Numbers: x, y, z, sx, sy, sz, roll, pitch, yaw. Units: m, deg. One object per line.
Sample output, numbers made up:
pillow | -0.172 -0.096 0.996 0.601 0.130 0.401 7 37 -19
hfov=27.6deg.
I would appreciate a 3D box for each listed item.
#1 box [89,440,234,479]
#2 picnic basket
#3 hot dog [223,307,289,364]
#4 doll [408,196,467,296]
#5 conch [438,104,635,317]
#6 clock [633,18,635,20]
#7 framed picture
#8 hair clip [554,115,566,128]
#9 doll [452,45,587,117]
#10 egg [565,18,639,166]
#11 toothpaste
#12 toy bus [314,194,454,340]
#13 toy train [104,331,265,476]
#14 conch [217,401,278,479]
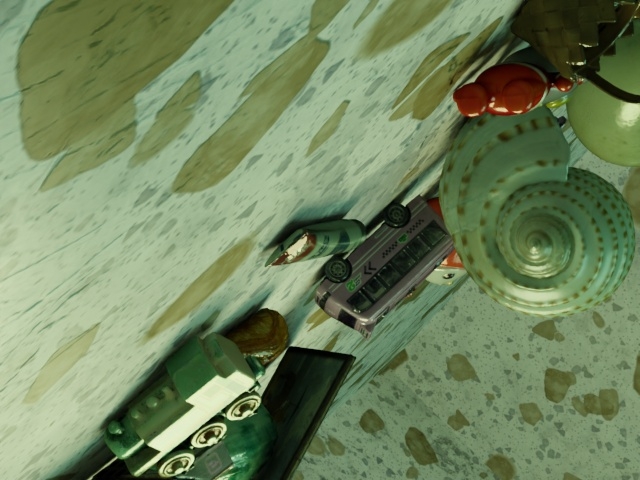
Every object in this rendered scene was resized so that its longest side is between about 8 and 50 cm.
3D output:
box | -0.266 0.336 1.508 0.180 0.047 0.325 -12 -160 48
picnic basket | 0.312 -0.222 1.405 0.138 0.178 0.128 -38 167 -37
hot dog | -0.094 0.138 1.568 0.099 0.065 0.147 -48 173 38
doll | 0.192 -0.004 1.990 0.290 0.129 0.161 -33 168 16
conch | 0.264 -0.043 1.711 0.215 0.303 0.319 -29 -176 -3
clock | 0.410 -0.339 1.663 0.293 0.071 0.277 -37 -176 27
framed picture | -0.061 0.275 1.918 0.265 0.016 0.347 -60 -167 -9
hair clip | 0.287 -0.106 2.138 0.278 0.090 0.137 -55 160 19
doll | 0.239 -0.184 1.513 0.142 0.076 0.245 -1 -167 27
egg | 0.498 -0.237 2.037 0.218 0.218 0.295 -43 165 -13
toothpaste | 0.000 0.000 1.466 0.062 0.039 0.239 -41 170 17
toy bus | 0.088 0.037 1.784 0.199 0.108 0.096 -43 170 -13
toy train | -0.154 0.186 1.443 0.194 0.080 0.125 -39 146 8
conch | -0.158 0.327 1.803 0.134 0.196 0.202 -88 179 -65
